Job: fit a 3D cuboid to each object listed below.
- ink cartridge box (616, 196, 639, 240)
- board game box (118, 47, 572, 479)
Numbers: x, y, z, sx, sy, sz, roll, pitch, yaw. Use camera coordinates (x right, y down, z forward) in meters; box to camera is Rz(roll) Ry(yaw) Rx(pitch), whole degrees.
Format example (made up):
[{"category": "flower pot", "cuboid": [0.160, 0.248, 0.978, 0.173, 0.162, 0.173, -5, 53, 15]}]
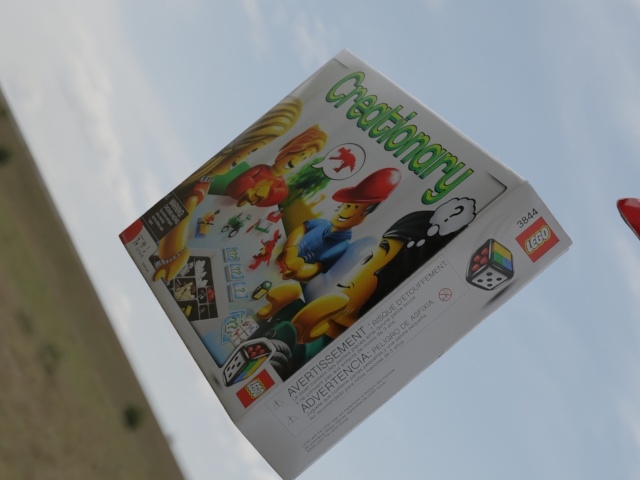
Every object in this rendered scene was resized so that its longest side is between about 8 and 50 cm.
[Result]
[{"category": "ink cartridge box", "cuboid": [0.314, 0.028, 0.738, 0.309, 0.271, 0.130, 57, -44, 46]}, {"category": "board game box", "cuboid": [0.000, 0.000, 1.068, 0.053, 0.193, 0.305, 51, -2, -25]}]
